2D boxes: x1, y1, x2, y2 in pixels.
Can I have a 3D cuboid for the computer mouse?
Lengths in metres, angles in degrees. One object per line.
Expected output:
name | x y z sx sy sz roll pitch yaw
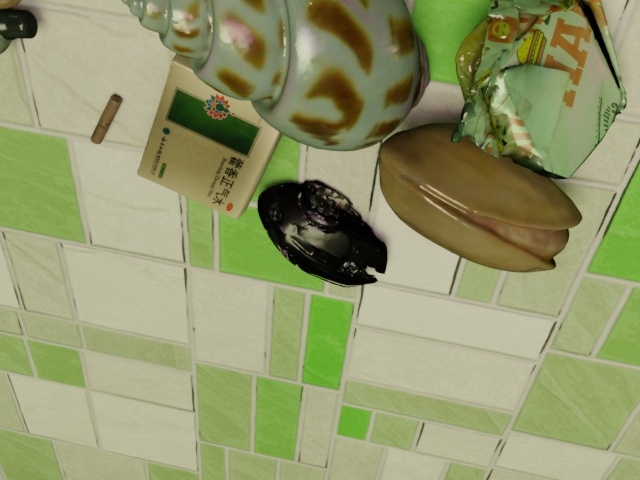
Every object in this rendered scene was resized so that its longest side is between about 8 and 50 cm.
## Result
computer mouse | 0.000 0.000 1.098 0.242 0.077 0.146 33 132 -14

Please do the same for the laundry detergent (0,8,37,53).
laundry detergent | -0.502 -0.302 0.967 0.226 0.070 0.099 5 126 11

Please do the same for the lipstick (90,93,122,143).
lipstick | -0.326 -0.183 1.060 0.019 0.019 0.094 31 130 -13

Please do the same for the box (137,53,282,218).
box | -0.145 -0.156 0.989 0.168 0.095 0.212 23 132 -9

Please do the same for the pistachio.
pistachio | 0.204 -0.056 0.928 0.293 0.181 0.162 29 108 -13

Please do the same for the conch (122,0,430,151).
conch | -0.031 -0.227 0.807 0.368 0.197 0.249 7 108 -7

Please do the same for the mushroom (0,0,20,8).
mushroom | -0.482 -0.368 0.887 0.213 0.097 0.088 27 121 -10

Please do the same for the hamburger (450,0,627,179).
hamburger | 0.235 -0.177 0.809 0.235 0.125 0.214 -42 114 -4
